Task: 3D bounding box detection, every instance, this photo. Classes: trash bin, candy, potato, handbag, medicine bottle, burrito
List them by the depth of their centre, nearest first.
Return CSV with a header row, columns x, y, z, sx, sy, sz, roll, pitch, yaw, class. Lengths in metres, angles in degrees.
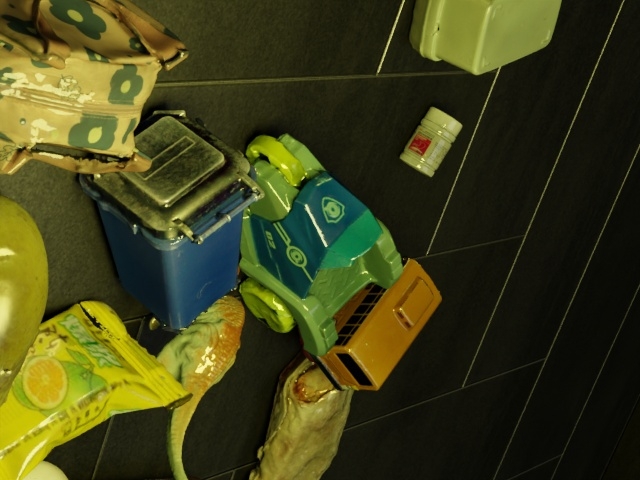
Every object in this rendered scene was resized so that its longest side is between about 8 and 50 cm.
x,y,z,sx,sy,sz,roll,pitch,yaw,class
-0.272,-0.158,1.431,0.251,0.193,0.190,-7,120,-54,handbag
-0.357,0.088,1.554,0.160,0.111,0.272,18,91,-38,potato
-0.307,0.173,1.709,0.297,0.187,0.081,-26,157,-45,candy
-0.165,-0.013,1.753,0.162,0.184,0.234,-38,151,-28,trash bin
0.164,-0.147,2.223,0.091,0.058,0.058,-58,150,2,medicine bottle
-0.016,0.269,2.315,0.175,0.107,0.348,-29,144,-61,burrito

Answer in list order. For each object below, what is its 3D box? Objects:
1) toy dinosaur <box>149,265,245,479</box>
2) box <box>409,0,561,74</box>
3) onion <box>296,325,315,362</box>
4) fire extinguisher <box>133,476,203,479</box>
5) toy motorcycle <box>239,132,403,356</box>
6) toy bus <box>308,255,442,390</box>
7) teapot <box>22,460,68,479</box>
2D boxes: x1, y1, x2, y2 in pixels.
x,y,z,sx,sy,sz,roll,pitch,yaw,class
-0.175,0.169,1.861,0.205,0.393,0.092,-31,119,14,toy dinosaur
0.234,-0.325,2.084,0.210,0.129,0.148,-26,137,-42,box
0.015,0.131,2.222,0.115,0.104,0.115,22,90,-78,onion
-0.224,0.390,2.086,0.337,0.135,0.114,10,81,-60,fire extinguisher
0.000,0.000,1.983,0.191,0.200,0.326,-45,150,-20,toy motorcycle
0.083,0.114,2.150,0.201,0.114,0.098,-51,119,-29,toy bus
-0.369,0.341,1.869,0.145,0.092,0.226,-49,146,-35,teapot
